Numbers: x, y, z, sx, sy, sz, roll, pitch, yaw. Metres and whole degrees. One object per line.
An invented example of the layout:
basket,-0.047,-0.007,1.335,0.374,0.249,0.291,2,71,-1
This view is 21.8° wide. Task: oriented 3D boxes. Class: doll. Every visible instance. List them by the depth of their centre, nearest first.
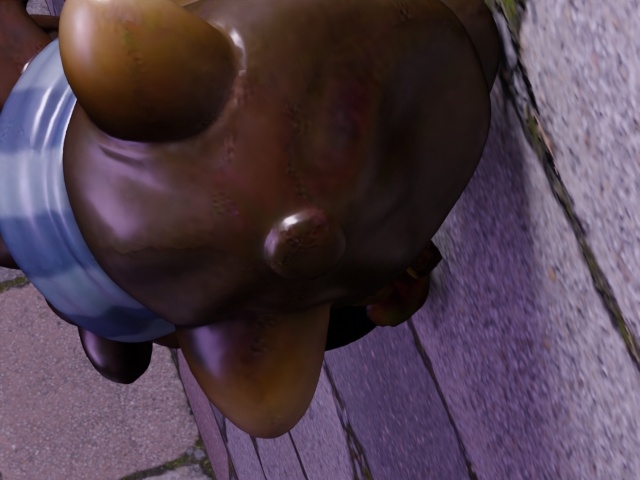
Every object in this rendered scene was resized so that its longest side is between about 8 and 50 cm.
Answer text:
doll,-0.070,-0.065,0.753,0.340,0.209,0.317,10,123,56

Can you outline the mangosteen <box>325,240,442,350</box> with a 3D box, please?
mangosteen,0.000,0.000,0.905,0.151,0.137,0.137,5,117,40
